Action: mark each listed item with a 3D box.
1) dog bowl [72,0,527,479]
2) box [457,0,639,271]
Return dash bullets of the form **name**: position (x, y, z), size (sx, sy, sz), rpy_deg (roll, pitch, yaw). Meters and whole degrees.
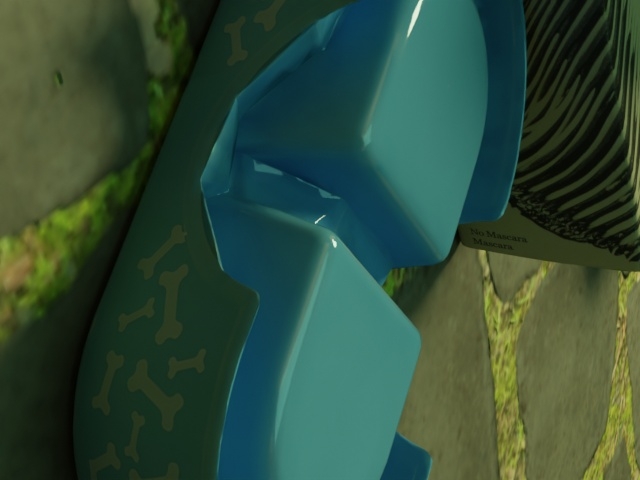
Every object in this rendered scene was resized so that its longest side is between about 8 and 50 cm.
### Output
- **dog bowl**: position (0.000, 0.000, 0.469), size (0.166, 0.074, 0.297), rpy_deg (48, 54, -54)
- **box**: position (0.104, -0.114, 0.593), size (0.094, 0.113, 0.275), rpy_deg (-59, 142, -34)
